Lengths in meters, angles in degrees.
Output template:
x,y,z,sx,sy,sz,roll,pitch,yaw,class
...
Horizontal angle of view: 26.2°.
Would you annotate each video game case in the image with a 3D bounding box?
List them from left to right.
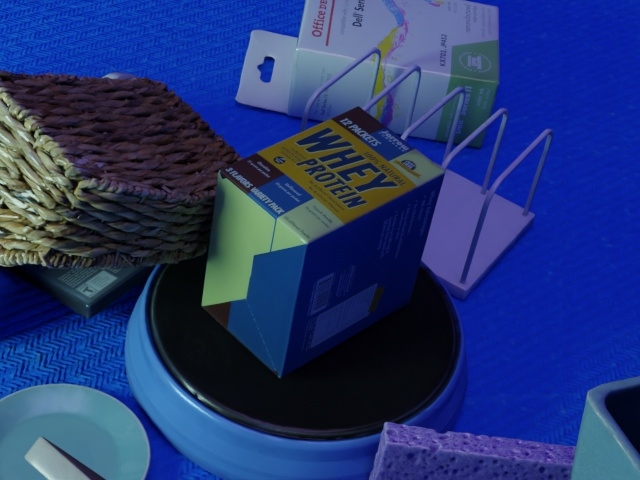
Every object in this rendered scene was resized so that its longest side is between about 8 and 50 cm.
x,y,z,sx,sy,sz,roll,pitch,yaw,class
-0.309,-0.021,1.657,0.274,0.026,0.196,27,43,26,video game case

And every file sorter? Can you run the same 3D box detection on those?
x,y,z,sx,sy,sz,roll,pitch,yaw,class
0.124,-0.098,1.740,0.277,0.173,0.193,28,44,20,file sorter

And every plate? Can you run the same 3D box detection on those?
x,y,z,sx,sy,sz,roll,pitch,yaw,class
-0.269,0.223,1.409,0.188,0.024,0.188,6,42,-6,plate

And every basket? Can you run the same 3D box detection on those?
x,y,z,sx,sy,sz,roll,pitch,yaw,class
-0.243,-0.030,1.451,0.213,0.223,0.299,44,23,20,basket

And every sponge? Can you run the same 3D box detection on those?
x,y,z,sx,sy,sz,roll,pitch,yaw,class
0.158,0.246,1.400,0.210,0.117,0.031,8,39,-3,sponge

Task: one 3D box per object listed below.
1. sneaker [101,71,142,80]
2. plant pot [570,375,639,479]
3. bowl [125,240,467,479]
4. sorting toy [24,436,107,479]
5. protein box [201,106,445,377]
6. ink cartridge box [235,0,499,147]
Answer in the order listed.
x,y,z,sx,sy,sz,roll,pitch,yaw,class
-0.283,-0.153,1.693,0.151,0.256,0.094,14,81,6,sneaker
0.379,0.286,1.300,0.247,0.252,0.247,-10,46,-22,plant pot
-0.022,0.110,1.548,0.391,0.077,0.391,6,41,-5,bowl
-0.134,0.312,1.191,0.255,0.257,0.089,33,78,31,sorting toy
0.000,0.000,1.466,0.201,0.200,0.136,-28,55,-36,protein box
0.069,-0.264,1.952,0.353,0.119,0.207,9,42,-2,ink cartridge box
